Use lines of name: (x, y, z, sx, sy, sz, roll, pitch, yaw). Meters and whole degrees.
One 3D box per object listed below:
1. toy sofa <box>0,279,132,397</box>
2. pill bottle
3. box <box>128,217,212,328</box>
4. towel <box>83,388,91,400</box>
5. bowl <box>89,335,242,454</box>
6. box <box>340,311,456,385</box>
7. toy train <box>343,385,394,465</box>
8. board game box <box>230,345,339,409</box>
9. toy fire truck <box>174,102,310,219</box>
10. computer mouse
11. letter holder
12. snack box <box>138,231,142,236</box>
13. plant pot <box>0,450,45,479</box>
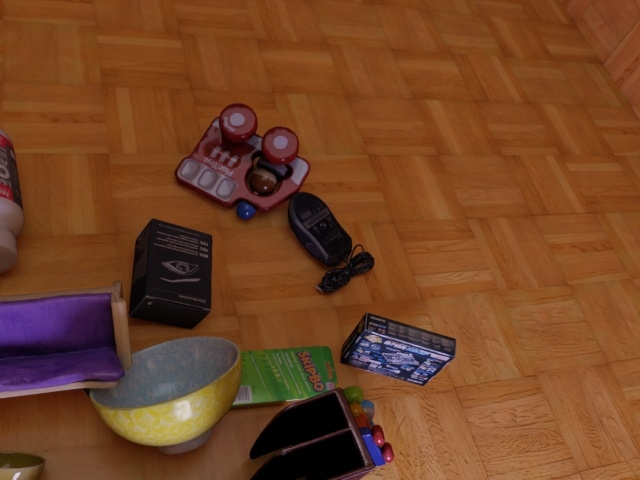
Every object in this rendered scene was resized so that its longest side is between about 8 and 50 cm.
toy sofa: (-0.547, 0.186, 1.187, 0.363, 0.150, 0.177, -4, 19, -14)
pill bottle: (-0.741, -0.088, 1.363, 0.176, 0.176, 0.318, -8, 60, -25)
box: (-0.333, 0.076, 1.416, 0.153, 0.108, 0.207, 18, 50, -29)
towel: (-0.467, 0.271, 1.302, 0.067, 0.029, 0.119, -27, 68, -33)
bowl: (-0.283, 0.318, 1.236, 0.289, 0.289, 0.156, -20, 108, -30)
box: (0.175, 0.255, 1.456, 0.220, 0.175, 0.051, 17, 52, -7)
toy train: (0.072, 0.364, 1.312, 0.105, 0.248, 0.143, -15, 46, 9)
board game box: (-0.090, 0.304, 1.414, 0.259, 0.039, 0.124, -2, 57, -18)
toy fire truck: (-0.197, -0.190, 1.667, 0.302, 0.169, 0.254, 29, 75, 2)
computer mouse: (0.000, 0.000, 1.648, 0.188, 0.072, 0.272, -30, 82, -36)
letter holder: (-0.069, 0.422, 1.166, 0.214, 0.302, 0.152, -11, 61, -26)
snack box: (-0.401, 0.060, 1.480, 0.064, 0.022, 0.178, 6, 54, -17)
plant pot: (-0.561, 0.431, 1.105, 0.134, 0.134, 0.095, 9, 82, -14)
